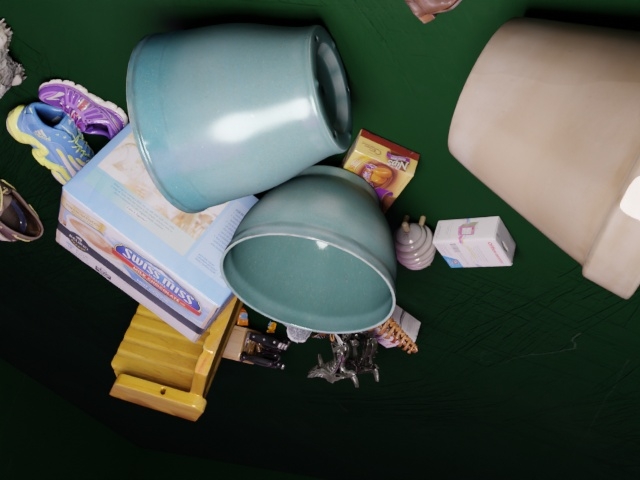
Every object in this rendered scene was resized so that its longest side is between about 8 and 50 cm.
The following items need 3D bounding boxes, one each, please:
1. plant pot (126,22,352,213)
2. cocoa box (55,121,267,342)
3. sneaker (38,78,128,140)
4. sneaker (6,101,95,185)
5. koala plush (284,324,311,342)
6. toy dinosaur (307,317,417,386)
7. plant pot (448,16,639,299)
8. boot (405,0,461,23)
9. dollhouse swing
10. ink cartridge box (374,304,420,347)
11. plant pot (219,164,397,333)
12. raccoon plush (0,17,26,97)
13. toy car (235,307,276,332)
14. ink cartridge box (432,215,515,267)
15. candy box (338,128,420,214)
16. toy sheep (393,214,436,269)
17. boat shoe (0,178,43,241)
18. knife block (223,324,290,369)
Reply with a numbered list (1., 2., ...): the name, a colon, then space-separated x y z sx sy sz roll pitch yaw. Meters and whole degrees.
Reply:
1. plant pot: -0.097 -0.195 1.161 0.255 0.272 0.272 -10 142 18
2. cocoa box: -0.284 -0.021 1.504 0.347 0.231 0.228 37 149 -1
3. sneaker: -0.440 -0.237 1.468 0.170 0.071 0.068 24 151 -6
4. sneaker: -0.499 -0.183 1.575 0.240 0.091 0.126 38 146 -26
5. koala plush: -0.021 0.081 1.588 0.203 0.221 0.196 17 150 6
6. toy dinosaur: 0.061 0.189 1.722 0.164 0.218 0.322 3 -170 -26
7. plant pot: 0.324 -0.133 0.981 0.280 0.323 0.323 29 154 20
8. boot: 0.122 -0.332 1.000 0.114 0.037 0.106 38 144 -21
9. dollhouse swing: -0.321 0.177 1.805 0.315 0.347 0.305 14 151 12
10. ink cartridge box: 0.145 0.185 1.828 0.135 0.056 0.099 36 146 -25
11. plant pot: 0.000 0.000 1.349 0.293 0.196 0.293 11 146 8
12. raccoon plush: -0.730 -0.375 1.384 0.446 0.299 0.216 57 163 0
13. toy car: -0.175 0.202 2.097 0.122 0.060 0.040 14 110 -23
14. ink cartridge box: 0.279 0.004 1.446 0.122 0.052 0.088 -2 144 36
15. candy box: 0.084 -0.106 1.383 0.109 0.053 0.187 23 149 -6
16. toy sheep: 0.172 0.005 1.477 0.091 0.091 0.132 0 145 32
17. boat shoe: -0.761 -0.093 1.870 0.096 0.117 0.324 7 152 14
18. knife block: -0.226 0.263 2.070 0.275 0.088 0.242 18 169 -22
